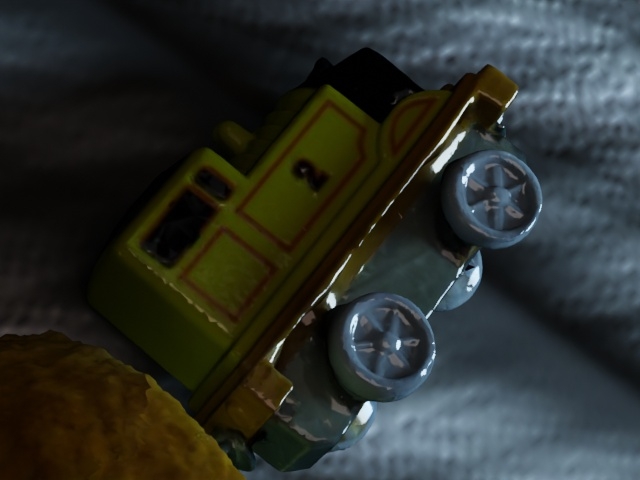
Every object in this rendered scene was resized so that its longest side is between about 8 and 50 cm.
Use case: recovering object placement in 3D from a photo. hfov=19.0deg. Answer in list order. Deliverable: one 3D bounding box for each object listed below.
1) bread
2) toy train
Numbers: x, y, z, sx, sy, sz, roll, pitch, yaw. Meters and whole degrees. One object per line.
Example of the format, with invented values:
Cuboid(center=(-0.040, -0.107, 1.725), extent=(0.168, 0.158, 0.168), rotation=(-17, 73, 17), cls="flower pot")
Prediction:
Cuboid(center=(-0.073, 0.140, 0.657), extent=(0.129, 0.134, 0.260), rotation=(-33, 96, -29), cls="bread")
Cuboid(center=(0.000, 0.000, 0.746), extent=(0.127, 0.089, 0.219), rotation=(39, 64, 0), cls="toy train")
